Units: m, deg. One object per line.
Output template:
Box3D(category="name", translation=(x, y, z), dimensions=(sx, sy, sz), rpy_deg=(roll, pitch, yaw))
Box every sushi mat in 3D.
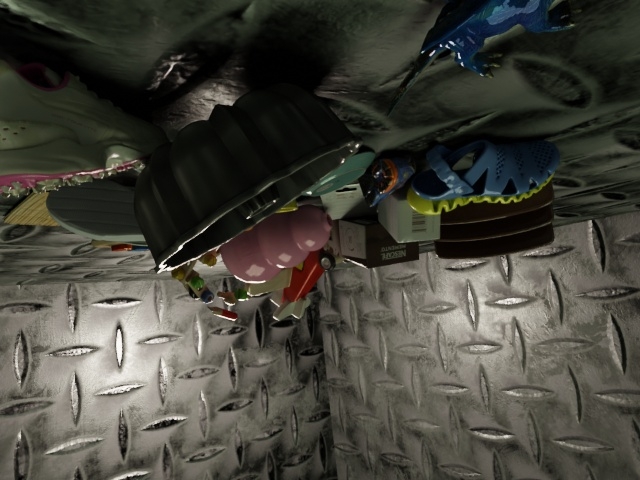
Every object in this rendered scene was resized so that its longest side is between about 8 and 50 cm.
Box3D(category="sushi mat", translation=(-0.600, -0.073, 1.047), dimensions=(0.316, 0.019, 0.151), rpy_deg=(-14, 170, 44))

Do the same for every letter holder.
Box3D(category="letter holder", translation=(0.425, -0.068, 1.174), dimensions=(0.301, 0.215, 0.152), rpy_deg=(-9, 171, 20))

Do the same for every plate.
Box3D(category="plate", translation=(0.032, -0.129, 0.951), dimensions=(0.188, 0.024, 0.188), rpy_deg=(-25, 175, -2))

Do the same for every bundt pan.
Box3D(category="bundt pan", translation=(-0.110, -0.095, 0.634), dimensions=(0.330, 0.124, 0.331), rpy_deg=(-32, -178, 1))

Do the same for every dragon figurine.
Box3D(category="dragon figurine", translation=(0.137, -0.217, 0.423), dimensions=(0.144, 0.085, 0.289), rpy_deg=(2, 167, -43))

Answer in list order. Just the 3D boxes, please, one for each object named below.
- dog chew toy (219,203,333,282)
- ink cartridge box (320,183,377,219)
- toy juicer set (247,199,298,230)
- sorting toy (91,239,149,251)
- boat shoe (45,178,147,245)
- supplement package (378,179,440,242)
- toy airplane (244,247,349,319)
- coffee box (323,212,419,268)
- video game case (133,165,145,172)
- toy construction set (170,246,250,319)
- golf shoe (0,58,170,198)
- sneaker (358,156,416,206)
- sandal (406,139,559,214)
Box3D(category="dog chew toy", translation=(-0.119, -0.004, 1.301), dimensions=(0.331, 0.207, 0.206), rpy_deg=(-19, 167, 24))
Box3D(category="ink cartridge box", translation=(0.075, -0.118, 1.246), dimensions=(0.145, 0.045, 0.179), rpy_deg=(-7, 153, 7))
Box3D(category="toy juicer set", translation=(-0.214, -0.065, 1.086), dimensions=(0.209, 0.090, 0.329), rpy_deg=(-5, 178, -33))
Box3D(category="sorting toy", translation=(-0.550, 0.003, 1.508), dimensions=(0.307, 0.041, 0.229), rpy_deg=(-10, 171, 21))
Box3D(category="boat shoe", translation=(-0.371, -0.034, 0.944), dimensions=(0.335, 0.121, 0.119), rpy_deg=(11, 158, -11))
Box3D(category="supplement package", translation=(0.210, -0.075, 1.112), dimensions=(0.105, 0.105, 0.179), rpy_deg=(-6, -159, -7))
Box3D(category="toy airplane", translation=(-0.089, 0.092, 1.650), dimensions=(0.384, 0.272, 0.386), rpy_deg=(-40, 162, -10))
Box3D(category="coffee box", translation=(0.137, -0.012, 1.347), dimensions=(0.168, 0.119, 0.297), rpy_deg=(-7, -170, -20))
Box3D(category="video game case", translation=(-0.236, -0.136, 0.900), dimensions=(0.190, 0.022, 0.173), rpy_deg=(-6, 172, 4))
Box3D(category="toy construction set", translation=(-0.357, 0.082, 1.378), dimensions=(0.257, 0.309, 0.237), rpy_deg=(-35, 154, 8))
Box3D(category="golf shoe", translation=(-0.281, -0.143, 0.561), dimensions=(0.115, 0.140, 0.306), rpy_deg=(-13, -167, 10))
Box3D(category="sneaker", translation=(0.148, -0.131, 1.031), dimensions=(0.087, 0.083, 0.221), rpy_deg=(-17, 179, -14))
Box3D(category="sandal", translation=(0.334, -0.148, 0.939), dimensions=(0.317, 0.126, 0.138), rpy_deg=(-15, 140, -1))
